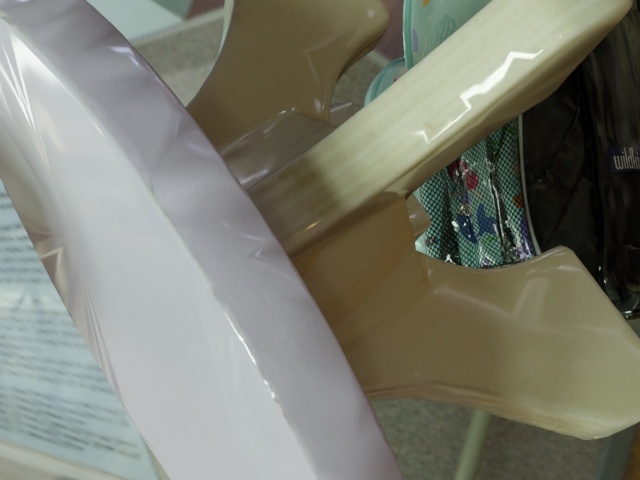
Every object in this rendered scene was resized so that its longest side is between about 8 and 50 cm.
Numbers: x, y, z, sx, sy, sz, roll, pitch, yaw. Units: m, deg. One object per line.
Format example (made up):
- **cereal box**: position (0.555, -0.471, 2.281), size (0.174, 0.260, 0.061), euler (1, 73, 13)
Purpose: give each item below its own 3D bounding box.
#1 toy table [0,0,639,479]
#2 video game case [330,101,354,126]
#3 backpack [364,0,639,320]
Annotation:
- **toy table**: position (0.000, 0.000, 0.448), size (0.161, 0.274, 0.252), euler (-30, 1, -25)
- **video game case**: position (-0.073, -0.113, 1.244), size (0.184, 0.023, 0.201), euler (-8, 8, 15)
- **backpack**: position (0.145, -0.076, 0.779), size (0.191, 0.225, 0.253), euler (-5, 89, 45)
